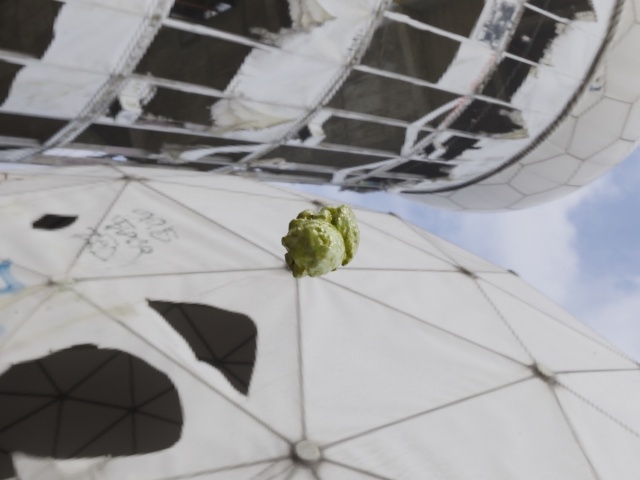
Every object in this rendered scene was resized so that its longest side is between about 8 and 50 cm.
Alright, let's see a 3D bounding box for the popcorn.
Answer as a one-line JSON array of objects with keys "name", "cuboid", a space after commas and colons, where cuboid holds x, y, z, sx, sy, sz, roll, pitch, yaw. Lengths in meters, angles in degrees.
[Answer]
[{"name": "popcorn", "cuboid": [0.002, 0.002, 0.752, 0.068, 0.083, 0.059, 25, -33, 61]}]
